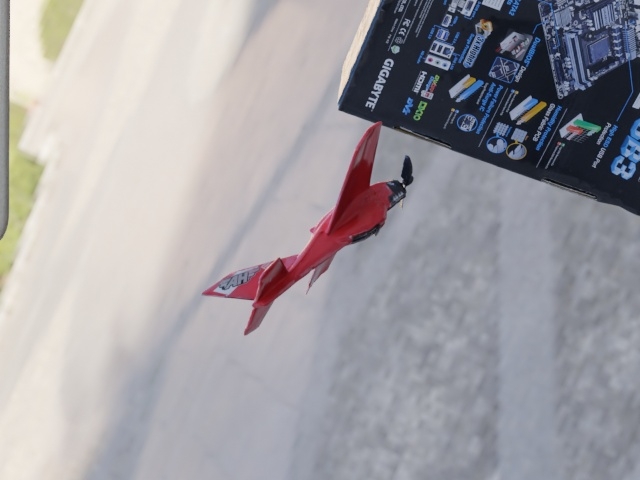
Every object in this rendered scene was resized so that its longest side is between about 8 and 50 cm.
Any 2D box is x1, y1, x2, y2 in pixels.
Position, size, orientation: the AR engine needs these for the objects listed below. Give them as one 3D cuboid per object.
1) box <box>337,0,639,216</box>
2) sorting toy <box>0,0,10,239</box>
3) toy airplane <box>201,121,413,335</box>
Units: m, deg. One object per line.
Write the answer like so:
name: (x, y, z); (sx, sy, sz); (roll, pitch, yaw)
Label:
box: (0.197, -0.187, 1.471); (0.073, 0.293, 0.295); (-82, 12, -53)
sorting toy: (-0.244, -0.089, 0.852); (0.038, 0.208, 0.193); (2, 92, 58)
toy airplane: (0.000, 0.000, 1.000); (0.151, 0.028, 0.151); (-39, -19, -16)
